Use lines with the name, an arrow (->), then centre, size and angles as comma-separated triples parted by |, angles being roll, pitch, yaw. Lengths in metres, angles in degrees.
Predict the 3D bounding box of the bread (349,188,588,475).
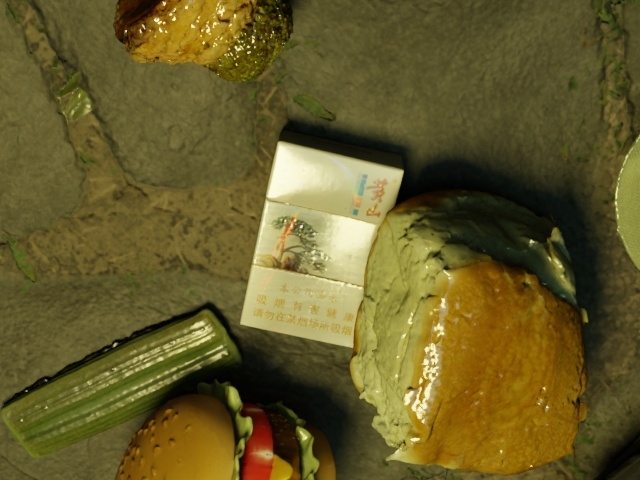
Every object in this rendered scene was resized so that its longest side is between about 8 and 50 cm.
bread -> 0.173, 0.094, 1.307 | 0.250, 0.225, 0.279 | 6, 107, -24

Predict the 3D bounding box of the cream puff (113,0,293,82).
cream puff -> -0.110, -0.245, 1.254 | 0.169, 0.183, 0.183 | 29, 110, -33

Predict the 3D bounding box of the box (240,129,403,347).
box -> 0.000, -0.001, 1.371 | 0.149, 0.067, 0.233 | 11, 110, -5

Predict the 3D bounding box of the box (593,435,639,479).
box -> 0.499, 0.351, 1.422 | 0.350, 0.091, 0.359 | -39, 105, -6

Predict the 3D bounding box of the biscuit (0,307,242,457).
biscuit -> -0.255, 0.182, 1.462 | 0.322, 0.038, 0.099 | -25, 110, 10

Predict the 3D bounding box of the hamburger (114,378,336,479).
hamburger -> -0.132, 0.301, 1.366 | 0.212, 0.274, 0.274 | 21, 111, -28

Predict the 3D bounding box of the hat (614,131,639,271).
hat -> 0.441, -0.069, 1.299 | 0.257, 0.130, 0.257 | 0, 111, 1
